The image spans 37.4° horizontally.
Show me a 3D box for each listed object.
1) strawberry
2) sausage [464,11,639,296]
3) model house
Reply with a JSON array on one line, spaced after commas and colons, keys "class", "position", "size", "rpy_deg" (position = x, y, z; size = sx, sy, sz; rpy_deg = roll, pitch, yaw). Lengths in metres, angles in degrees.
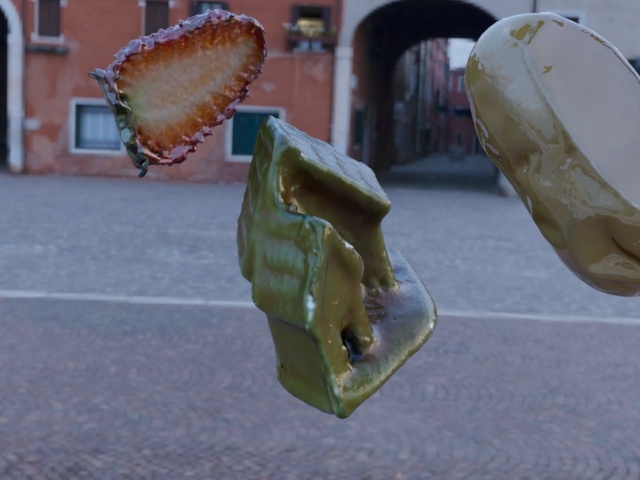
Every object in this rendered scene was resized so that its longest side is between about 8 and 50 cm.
[{"class": "strawberry", "position": [-0.163, -0.185, 1.131], "size": [0.208, 0.167, 0.087], "rpy_deg": [-26, 35, -16]}, {"class": "sausage", "position": [0.197, -0.068, 0.715], "size": [0.120, 0.241, 0.136], "rpy_deg": [-25, -14, -17]}, {"class": "model house", "position": [0.007, 0.002, 0.907], "size": [0.173, 0.239, 0.268], "rpy_deg": [-19, 22, -2]}]
